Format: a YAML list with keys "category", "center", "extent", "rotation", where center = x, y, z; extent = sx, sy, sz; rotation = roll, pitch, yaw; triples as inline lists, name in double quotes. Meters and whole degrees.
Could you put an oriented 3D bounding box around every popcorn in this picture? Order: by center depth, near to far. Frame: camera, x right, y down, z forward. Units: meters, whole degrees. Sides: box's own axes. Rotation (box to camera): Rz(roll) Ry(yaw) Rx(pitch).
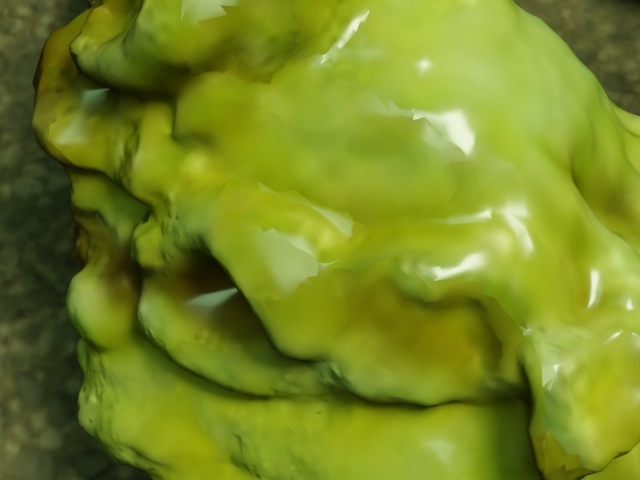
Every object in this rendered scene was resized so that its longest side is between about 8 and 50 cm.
- category: "popcorn"
  center: [0.000, 0.000, 0.477]
  extent: [0.225, 0.174, 0.286]
  rotation: [-32, 96, 32]

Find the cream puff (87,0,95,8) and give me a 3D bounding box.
- category: "cream puff"
  center: [-0.037, -0.123, 0.580]
  extent: [0.144, 0.103, 0.126]
  rotation: [12, 72, 13]
